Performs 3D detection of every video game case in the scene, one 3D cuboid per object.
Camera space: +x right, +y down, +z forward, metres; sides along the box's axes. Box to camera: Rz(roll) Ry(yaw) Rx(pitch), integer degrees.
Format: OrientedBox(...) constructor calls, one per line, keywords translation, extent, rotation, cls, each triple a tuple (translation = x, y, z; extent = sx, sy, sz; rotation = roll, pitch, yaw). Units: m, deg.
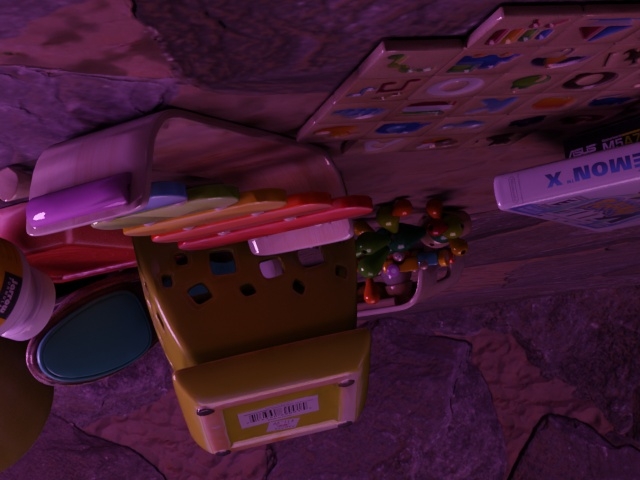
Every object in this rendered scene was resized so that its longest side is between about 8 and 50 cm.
OrientedBox(translation=(0.359, -0.060, 1.023), extent=(0.300, 0.036, 0.329), rotation=(-13, 170, 28), cls="video game case")

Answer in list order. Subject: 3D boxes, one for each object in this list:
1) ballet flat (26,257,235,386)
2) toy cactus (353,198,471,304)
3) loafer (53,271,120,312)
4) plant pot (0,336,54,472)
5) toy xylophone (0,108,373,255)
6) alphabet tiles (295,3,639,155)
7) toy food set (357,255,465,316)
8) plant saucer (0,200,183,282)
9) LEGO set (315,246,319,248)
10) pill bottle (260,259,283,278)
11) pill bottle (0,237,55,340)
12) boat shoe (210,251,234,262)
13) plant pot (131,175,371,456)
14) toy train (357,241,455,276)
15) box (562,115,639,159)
OrientedBox(translation=(-0.225, 0.079, 1.304), extent=(0.316, 0.108, 0.106), rotation=(-26, -158, -36), cls="ballet flat")
OrientedBox(translation=(0.124, 0.000, 1.374), extent=(0.180, 0.112, 0.219), rotation=(-13, 168, -38), cls="toy cactus")
OrientedBox(translation=(-0.397, 0.065, 1.362), extent=(0.302, 0.109, 0.095), rotation=(-7, 154, -15), cls="loafer")
OrientedBox(translation=(-0.538, 0.175, 1.511), extent=(0.274, 0.275, 0.293), rotation=(-7, 157, -4), cls="plant pot")
OrientedBox(translation=(-0.119, -0.036, 0.923), extent=(0.236, 0.081, 0.322), rotation=(-13, 169, 38), cls="toy xylophone")
OrientedBox(translation=(0.145, -0.117, 0.850), extent=(0.285, 0.011, 0.342), rotation=(-5, 171, -17), cls="alphabet tiles")
OrientedBox(translation=(0.073, 0.069, 1.856), extent=(0.306, 0.092, 0.220), rotation=(-10, -177, 26), cls="toy food set")
OrientedBox(translation=(-0.282, 0.006, 1.192), extent=(0.258, 0.048, 0.259), rotation=(-12, 171, 28), cls="plant saucer")
OrientedBox(translation=(-0.003, 0.000, 1.496), extent=(0.054, 0.023, 0.083), rotation=(0, -178, -29), cls="LEGO set")
OrientedBox(translation=(-0.096, 0.055, 1.538), extent=(0.087, 0.087, 0.160), rotation=(-7, 171, -4), cls="pill bottle")
OrientedBox(translation=(-0.338, 0.036, 1.017), extent=(0.103, 0.103, 0.184), rotation=(-12, 156, 28), cls="pill bottle")
OrientedBox(translation=(-0.091, -0.007, 1.258), extent=(0.135, 0.050, 0.045), rotation=(-9, -165, 42), cls="boat shoe")
OrientedBox(translation=(-0.061, 0.090, 1.139), extent=(0.228, 0.207, 0.227), rotation=(-12, 153, -6), cls="plant pot")
OrientedBox(translation=(0.120, 0.020, 1.660), extent=(0.166, 0.046, 0.125), rotation=(-9, -172, -21), cls="toy train")
OrientedBox(translation=(0.366, -0.098, 1.058), extent=(0.190, 0.045, 0.184), rotation=(-1, 172, -41), cls="box")
